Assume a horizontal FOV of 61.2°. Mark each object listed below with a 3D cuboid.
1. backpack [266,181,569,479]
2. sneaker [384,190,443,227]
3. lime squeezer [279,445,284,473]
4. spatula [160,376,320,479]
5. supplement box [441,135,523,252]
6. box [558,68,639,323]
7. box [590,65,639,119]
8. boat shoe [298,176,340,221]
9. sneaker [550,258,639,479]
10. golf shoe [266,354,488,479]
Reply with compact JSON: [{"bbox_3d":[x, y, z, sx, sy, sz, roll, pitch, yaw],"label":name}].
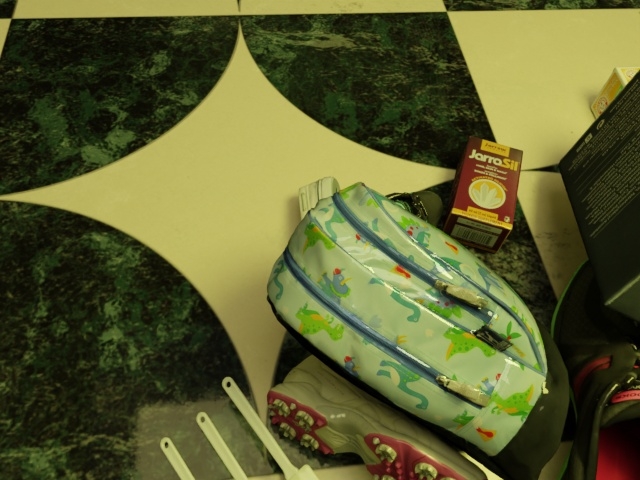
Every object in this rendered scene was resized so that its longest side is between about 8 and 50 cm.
[{"bbox_3d":[0.110,0.090,0.676,0.356,0.273,0.290,19,15,2],"label":"backpack"},{"bbox_3d":[0.132,-0.030,0.874,0.267,0.106,0.101,-27,79,-42],"label":"sneaker"},{"bbox_3d":[0.058,0.372,0.678,0.310,0.059,0.110,23,59,11],"label":"lime squeezer"},{"bbox_3d":[-0.103,0.314,0.695,0.168,0.019,0.242,-44,68,1],"label":"spatula"},{"bbox_3d":[0.290,-0.084,0.968,0.104,0.080,0.188,17,58,7],"label":"supplement box"},{"bbox_3d":[0.556,-0.034,0.774,0.294,0.212,0.395,27,36,-5],"label":"box"},{"bbox_3d":[0.640,-0.235,1.070,0.103,0.114,0.203,-4,59,-5],"label":"box"},{"bbox_3d":[0.000,0.000,0.907,0.076,0.083,0.226,-13,56,20],"label":"boat shoe"},{"bbox_3d":[0.417,0.219,0.714,0.185,0.202,0.482,14,58,4],"label":"sneaker"},{"bbox_3d":[0.083,0.237,0.718,0.306,0.115,0.140,22,43,20],"label":"golf shoe"}]
